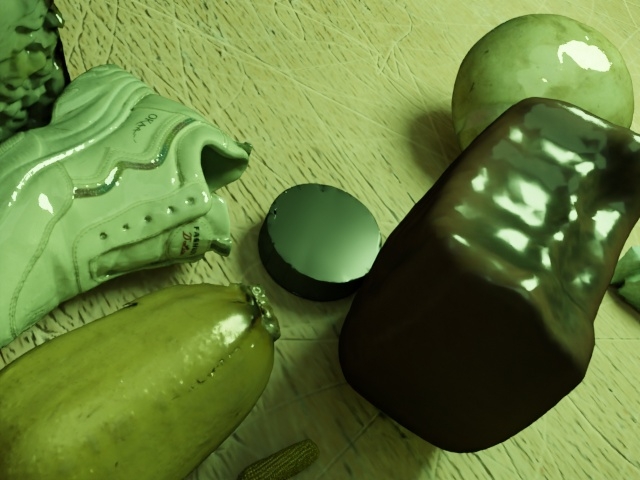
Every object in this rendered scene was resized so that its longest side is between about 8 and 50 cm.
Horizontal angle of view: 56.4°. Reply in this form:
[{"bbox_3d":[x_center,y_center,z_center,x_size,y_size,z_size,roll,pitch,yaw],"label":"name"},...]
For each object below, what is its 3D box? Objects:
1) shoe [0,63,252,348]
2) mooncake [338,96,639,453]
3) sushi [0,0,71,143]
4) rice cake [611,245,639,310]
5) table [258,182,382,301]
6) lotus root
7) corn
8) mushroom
[{"bbox_3d":[-0.186,-0.025,0.562,0.211,0.132,0.341,21,49,-2],"label":"shoe"},{"bbox_3d":[0.149,0.024,0.542,0.174,0.334,0.325,37,92,9],"label":"mooncake"},{"bbox_3d":[-0.342,-0.201,0.501,0.182,0.343,0.196,38,63,6],"label":"sushi"},{"bbox_3d":[0.518,0.126,0.753,0.336,0.066,0.063,37,44,7],"label":"rice cake"},{"bbox_3d":[0.000,0.000,0.667,0.134,0.043,0.133,10,54,-14],"label":"table"},{"bbox_3d":[-0.155,0.130,0.467,0.303,0.130,0.146,-30,47,-34],"label":"lotus root"},{"bbox_3d":[-0.039,0.201,0.525,0.083,0.028,0.027,-17,79,-33],"label":"corn"},{"bbox_3d":[0.292,-0.173,0.806,0.255,0.184,0.254,-2,95,-17],"label":"mushroom"}]
